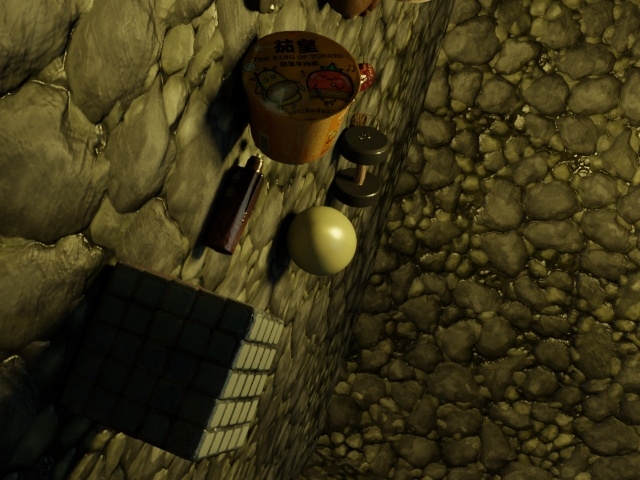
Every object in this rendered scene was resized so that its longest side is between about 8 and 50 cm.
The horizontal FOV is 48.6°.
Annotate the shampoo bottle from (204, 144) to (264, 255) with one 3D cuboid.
[{"bbox_3d":[-0.152,-0.088,1.376,0.067,0.068,0.236,61,49,-71],"label":"shampoo bottle"}]

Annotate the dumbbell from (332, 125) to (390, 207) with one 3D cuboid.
[{"bbox_3d":[0.123,-0.225,2.181,0.152,0.152,0.218,-58,162,-47],"label":"dumbbell"}]

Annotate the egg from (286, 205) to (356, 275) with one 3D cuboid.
[{"bbox_3d":[0.000,0.000,1.900,0.186,0.186,0.242,-70,158,-7],"label":"egg"}]

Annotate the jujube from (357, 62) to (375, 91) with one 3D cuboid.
[{"bbox_3d":[0.103,-0.447,1.960,0.129,0.077,0.077,-43,150,-48],"label":"jujube"}]

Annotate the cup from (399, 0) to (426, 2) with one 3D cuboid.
[{"bbox_3d":[0.241,-0.777,1.754,0.273,0.208,0.288,90,23,-52],"label":"cup"}]

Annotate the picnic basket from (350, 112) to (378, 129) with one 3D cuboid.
[{"bbox_3d":[0.140,-0.359,2.214,0.072,0.083,0.072,18,90,-77],"label":"picnic basket"}]

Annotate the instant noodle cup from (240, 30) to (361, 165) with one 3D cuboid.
[{"bbox_3d":[-0.044,-0.254,1.317,0.172,0.216,0.215,105,10,-59],"label":"instant noodle cup"}]

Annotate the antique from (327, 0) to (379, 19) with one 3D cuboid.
[{"bbox_3d":[0.085,-0.613,1.537,0.143,0.121,0.257,-35,150,-56],"label":"antique"}]

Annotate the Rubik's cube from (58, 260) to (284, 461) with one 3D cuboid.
[{"bbox_3d":[-0.216,0.188,1.108,0.238,0.237,0.237,46,62,-76],"label":"Rubik's cube"}]

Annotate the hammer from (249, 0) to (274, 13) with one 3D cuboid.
[{"bbox_3d":[-0.069,-0.531,1.186,0.125,0.027,0.297,-45,152,-74],"label":"hammer"}]
